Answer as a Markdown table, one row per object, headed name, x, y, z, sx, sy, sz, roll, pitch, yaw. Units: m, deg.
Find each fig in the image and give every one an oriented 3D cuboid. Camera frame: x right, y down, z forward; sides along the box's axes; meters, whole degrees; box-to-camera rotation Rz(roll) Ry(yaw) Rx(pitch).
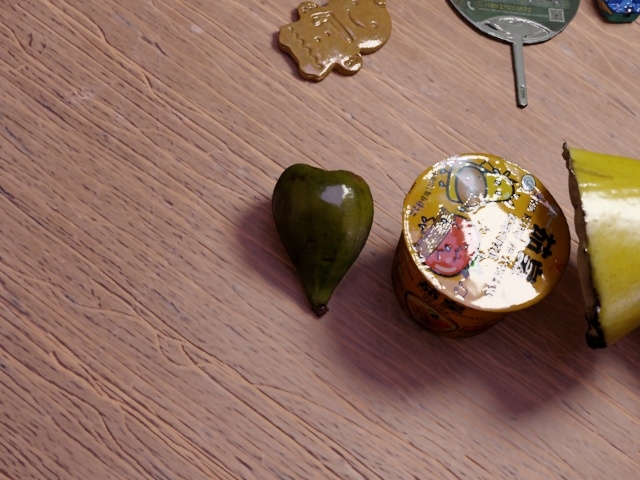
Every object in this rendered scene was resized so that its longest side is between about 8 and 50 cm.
| name | x | y | z | sx | sy | sz | roll | pitch | yaw |
| --- | --- | --- | --- | --- | --- | --- | --- | --- | --- |
| fig | -0.001 | -0.009 | 1.525 | 0.133 | 0.185 | 0.126 | 4 | 26 | -4 |

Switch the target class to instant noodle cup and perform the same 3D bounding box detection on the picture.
| name | x | y | z | sx | sy | sz | roll | pitch | yaw |
| --- | --- | --- | --- | --- | --- | --- | --- | --- | --- |
| instant noodle cup | 0.188 | 0.021 | 1.495 | 0.215 | 0.172 | 0.216 | 5 | 65 | -10 |

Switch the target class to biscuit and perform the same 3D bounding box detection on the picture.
| name | x | y | z | sx | sy | sz | roll | pitch | yaw |
| --- | --- | --- | --- | --- | --- | --- | --- | --- | --- |
| biscuit | 0.028 | -0.300 | 1.696 | 0.184 | 0.027 | 0.133 | -19 | 69 | -19 |

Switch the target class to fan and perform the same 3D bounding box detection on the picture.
| name | x | y | z | sx | sy | sz | roll | pitch | yaw |
| --- | --- | --- | --- | --- | --- | --- | --- | --- | --- |
| fan | 0.317 | -0.355 | 1.791 | 0.223 | 0.012 | 0.294 | -23 | 72 | -22 |

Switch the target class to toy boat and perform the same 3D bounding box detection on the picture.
| name | x | y | z | sx | sy | sz | roll | pitch | yaw |
| --- | --- | --- | --- | --- | --- | --- | --- | --- | --- |
| toy boat | 0.465 | -0.434 | 1.803 | 0.091 | 0.110 | 0.175 | -2 | 64 | -13 |

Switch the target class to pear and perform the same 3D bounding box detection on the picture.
| name | x | y | z | sx | sy | sz | roll | pitch | yaw |
| --- | --- | --- | --- | --- | --- | --- | --- | --- | --- |
| pear | 0.397 | -0.006 | 1.447 | 0.178 | 0.267 | 0.267 | -10 | 64 | 15 |
